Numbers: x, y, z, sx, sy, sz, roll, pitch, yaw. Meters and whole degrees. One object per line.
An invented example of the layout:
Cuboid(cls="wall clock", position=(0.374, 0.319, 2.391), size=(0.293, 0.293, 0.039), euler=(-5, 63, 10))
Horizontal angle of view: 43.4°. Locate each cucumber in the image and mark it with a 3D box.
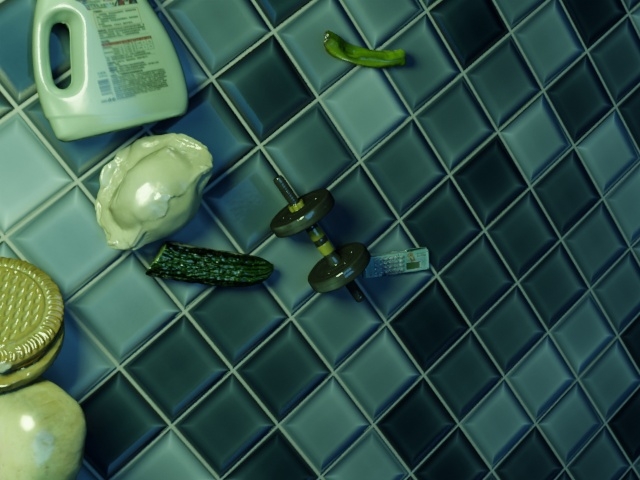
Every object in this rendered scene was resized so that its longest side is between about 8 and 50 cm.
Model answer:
Cuboid(cls="cucumber", position=(-0.217, 0.054, 1.607), size=(0.265, 0.077, 0.077), euler=(12, 90, -26))

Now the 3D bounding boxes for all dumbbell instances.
Cuboid(cls="dumbbell", position=(0.000, 0.000, 1.662), size=(0.143, 0.143, 0.325), euler=(-40, 110, -16))

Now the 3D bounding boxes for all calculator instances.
Cuboid(cls="calculator", position=(0.172, 0.050, 1.817), size=(0.172, 0.018, 0.057), euler=(-6, 99, -26))

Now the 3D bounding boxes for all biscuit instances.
Cuboid(cls="biscuit", position=(-0.566, 0.141, 1.385), size=(0.259, 0.259, 0.079), euler=(-7, 142, -24))

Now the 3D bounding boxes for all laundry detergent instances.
Cuboid(cls="laundry detergent", position=(-0.405, -0.395, 1.448), size=(0.264, 0.125, 0.397), euler=(-18, 101, -21))

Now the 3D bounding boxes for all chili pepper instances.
Cuboid(cls="chili pepper", position=(0.089, -0.398, 1.715), size=(0.202, 0.050, 0.051), euler=(6, 77, -24))

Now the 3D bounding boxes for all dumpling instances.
Cuboid(cls="dumpling", position=(-0.319, -0.101, 1.512), size=(0.258, 0.147, 0.193), euler=(-41, 70, -4))

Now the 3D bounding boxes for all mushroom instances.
Cuboid(cls="mushroom", position=(-0.511, 0.347, 1.431), size=(0.234, 0.254, 0.260), euler=(-4, 79, -65))
